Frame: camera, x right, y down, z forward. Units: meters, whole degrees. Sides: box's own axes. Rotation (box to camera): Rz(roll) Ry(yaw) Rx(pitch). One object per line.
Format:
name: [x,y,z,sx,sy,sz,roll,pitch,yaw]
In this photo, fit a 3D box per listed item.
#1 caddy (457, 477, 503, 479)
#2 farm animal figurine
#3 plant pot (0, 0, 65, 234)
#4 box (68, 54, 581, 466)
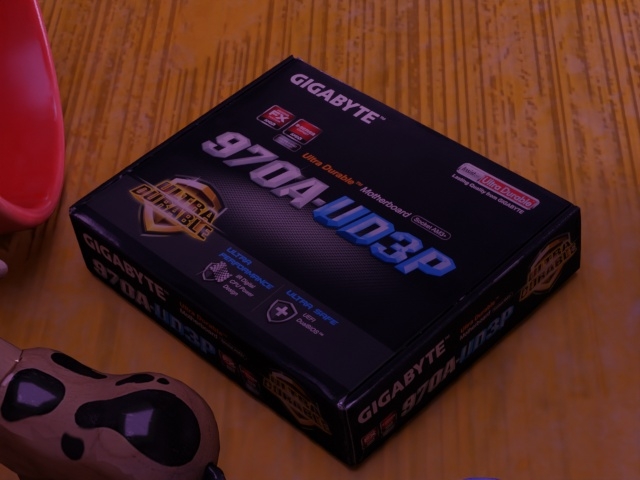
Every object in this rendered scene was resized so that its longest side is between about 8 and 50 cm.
caddy: [0.017,0.241,0.447,0.241,0.179,0.341,-14,40,29]
farm animal figurine: [-0.234,0.091,0.640,0.330,0.172,0.327,-26,46,-16]
plant pot: [-0.306,-0.105,0.808,0.243,0.275,0.275,-17,44,7]
box: [0.000,0.000,0.778,0.175,0.051,0.220,-37,50,-25]
